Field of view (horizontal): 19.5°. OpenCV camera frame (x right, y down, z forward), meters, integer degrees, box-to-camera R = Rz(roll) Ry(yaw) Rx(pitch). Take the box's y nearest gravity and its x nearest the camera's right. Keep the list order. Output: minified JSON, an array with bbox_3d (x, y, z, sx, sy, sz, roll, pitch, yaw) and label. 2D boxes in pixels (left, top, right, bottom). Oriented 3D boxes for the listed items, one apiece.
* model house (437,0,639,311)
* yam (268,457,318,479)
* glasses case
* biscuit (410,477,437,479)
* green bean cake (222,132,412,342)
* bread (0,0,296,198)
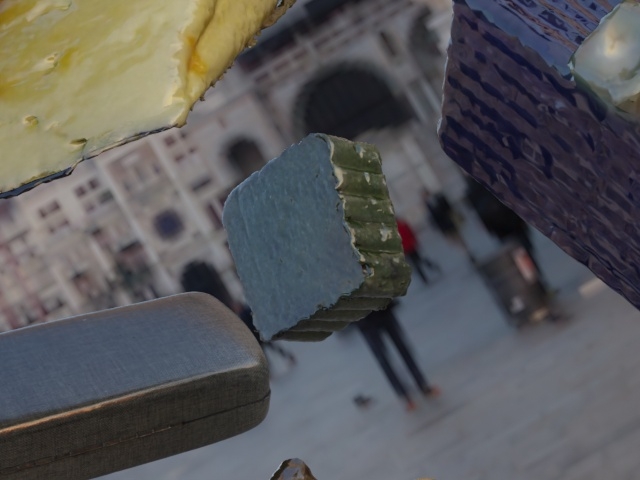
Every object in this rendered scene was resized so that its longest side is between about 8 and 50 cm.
[{"bbox_3d":[0.237,-0.112,1.055,0.312,0.245,0.280,-50,-33,9],"label":"model house"},{"bbox_3d":[-0.079,0.245,1.211,0.045,0.045,0.327,16,32,18],"label":"yam"},{"bbox_3d":[-0.199,0.121,1.398,0.323,0.074,0.131,-13,36,-24],"label":"glasses case"},{"bbox_3d":[0.013,0.143,0.811,0.081,0.083,0.018,-7,-36,20],"label":"biscuit"},{"bbox_3d":[0.000,0.000,1.910,0.094,0.181,0.173,6,-30,-45],"label":"green bean cake"},{"bbox_3d":[-0.169,-0.094,1.167,0.346,0.405,0.242,-12,-34,14],"label":"bread"}]
